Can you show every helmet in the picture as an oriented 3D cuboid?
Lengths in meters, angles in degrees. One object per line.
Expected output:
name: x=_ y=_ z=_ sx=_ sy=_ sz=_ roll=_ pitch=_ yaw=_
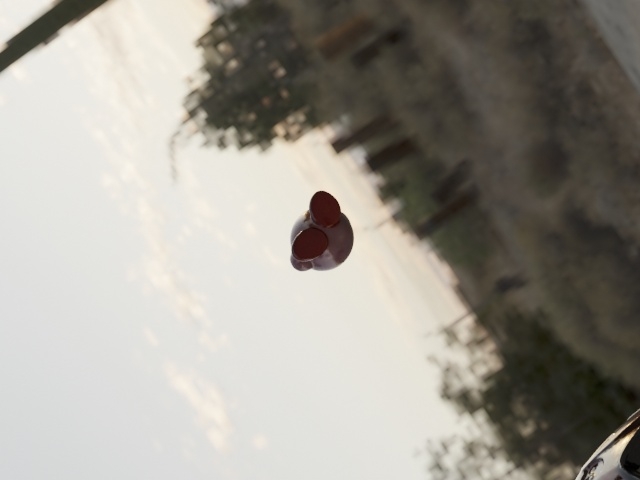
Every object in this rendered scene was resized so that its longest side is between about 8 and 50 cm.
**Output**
helmet: x=0.349 y=0.289 z=1.652 sx=0.189 sy=0.193 sz=0.216 roll=40 pitch=-179 yaw=-2

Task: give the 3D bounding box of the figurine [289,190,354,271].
figurine: x=0.000 y=0.000 z=1.673 sx=0.067 sy=0.083 sz=0.071 roll=36 pitch=166 yaw=10
